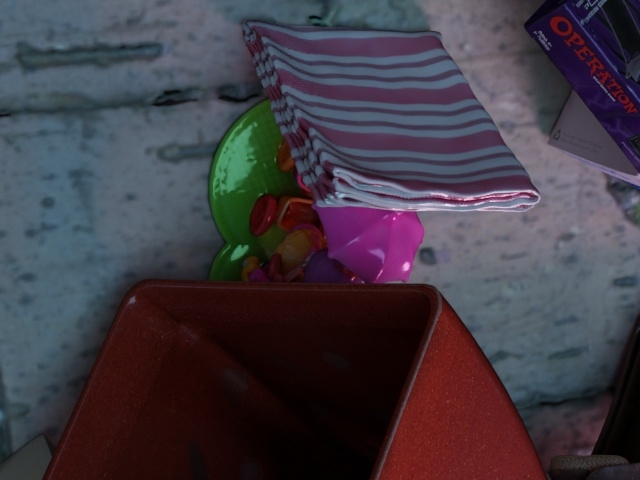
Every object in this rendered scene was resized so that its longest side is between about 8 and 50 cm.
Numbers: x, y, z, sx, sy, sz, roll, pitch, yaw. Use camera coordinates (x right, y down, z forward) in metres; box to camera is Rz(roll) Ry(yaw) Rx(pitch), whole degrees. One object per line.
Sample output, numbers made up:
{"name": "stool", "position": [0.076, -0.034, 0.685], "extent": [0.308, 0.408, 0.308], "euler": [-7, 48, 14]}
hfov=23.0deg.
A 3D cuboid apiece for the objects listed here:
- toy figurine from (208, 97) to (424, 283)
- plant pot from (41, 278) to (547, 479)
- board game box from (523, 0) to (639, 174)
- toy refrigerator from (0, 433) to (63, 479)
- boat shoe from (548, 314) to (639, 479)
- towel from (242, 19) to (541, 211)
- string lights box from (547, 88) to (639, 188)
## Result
{"name": "toy figurine", "position": [0.000, 0.000, 1.010], "extent": [0.130, 0.159, 0.173], "euler": [23, 97, -22]}
{"name": "plant pot", "position": [-0.005, 0.198, 0.960], "extent": [0.236, 0.267, 0.267], "euler": [41, 62, -38]}
{"name": "board game box", "position": [0.300, -0.163, 1.030], "extent": [0.208, 0.056, 0.347], "euler": [52, 59, -13]}
{"name": "toy refrigerator", "position": [-0.143, 0.272, 1.070], "extent": [0.102, 0.094, 0.269], "euler": [-37, 112, -6]}
{"name": "boat shoe", "position": [0.211, 0.192, 1.128], "extent": [0.123, 0.123, 0.342], "euler": [34, 72, -12]}
{"name": "towel", "position": [0.041, -0.085, 0.988], "extent": [0.144, 0.197, 0.029], "euler": [1, 129, -22]}
{"name": "string lights box", "position": [0.307, -0.041, 1.115], "extent": [0.260, 0.133, 0.076], "euler": [23, 95, -22]}
